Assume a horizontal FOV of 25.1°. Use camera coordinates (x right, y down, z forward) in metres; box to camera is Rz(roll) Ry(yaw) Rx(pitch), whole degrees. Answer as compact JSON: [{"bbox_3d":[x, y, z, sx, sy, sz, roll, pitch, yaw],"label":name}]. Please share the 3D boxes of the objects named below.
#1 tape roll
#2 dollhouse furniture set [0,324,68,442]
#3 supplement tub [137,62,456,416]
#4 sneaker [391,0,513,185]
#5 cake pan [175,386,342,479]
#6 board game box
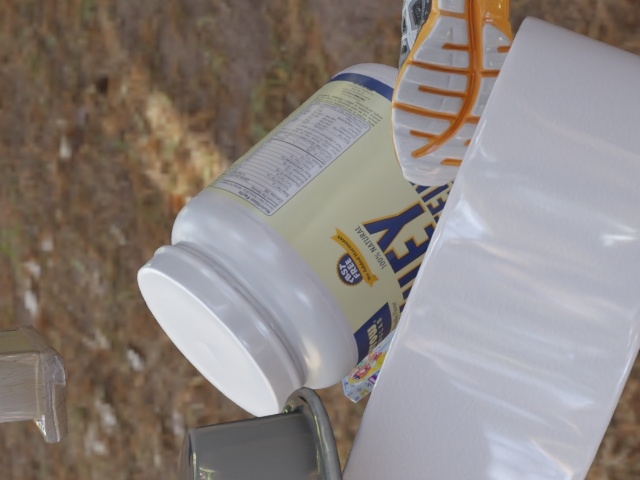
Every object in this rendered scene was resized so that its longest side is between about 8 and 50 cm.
[{"bbox_3d":[0.097,0.035,0.730,0.286,0.100,0.286,21,-90,-85],"label":"tape roll"},{"bbox_3d":[-0.331,0.279,1.126,0.362,0.256,0.394,-167,74,-72],"label":"dollhouse furniture set"},{"bbox_3d":[0.000,0.000,1.457,0.235,0.325,0.235,40,158,19],"label":"supplement tub"},{"bbox_3d":[0.092,-0.144,1.010,0.083,0.084,0.215,-146,67,-74],"label":"sneaker"},{"bbox_3d":[-0.036,0.206,0.594,0.293,0.054,0.293,-177,90,-82],"label":"cake pan"},{"bbox_3d":[0.094,0.161,2.162,0.154,0.026,0.103,-40,32,20],"label":"board game box"}]
